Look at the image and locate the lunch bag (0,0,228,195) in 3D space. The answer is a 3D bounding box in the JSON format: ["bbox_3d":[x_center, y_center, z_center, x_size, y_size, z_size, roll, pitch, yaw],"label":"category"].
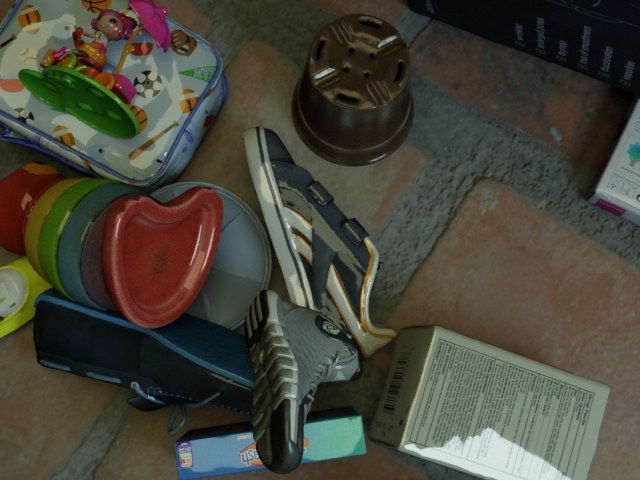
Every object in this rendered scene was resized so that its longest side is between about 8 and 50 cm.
[{"bbox_3d":[-0.292,-0.199,1.285,0.303,0.115,0.243,28,81,4],"label":"lunch bag"}]

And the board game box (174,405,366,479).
[{"bbox_3d":[-0.057,0.236,1.165,0.210,0.160,0.047,-8,84,-2],"label":"board game box"}]

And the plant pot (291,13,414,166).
[{"bbox_3d":[0.046,-0.197,1.262,0.166,0.165,0.167,0,78,-2],"label":"plant pot"}]

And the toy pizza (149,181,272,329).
[{"bbox_3d":[-0.160,0.025,1.261,0.201,0.032,0.201,1,96,7],"label":"toy pizza"}]

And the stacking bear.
[{"bbox_3d":[-0.286,-0.012,1.188,0.289,0.175,0.164,18,108,32],"label":"stacking bear"}]

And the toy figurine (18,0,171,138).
[{"bbox_3d":[-0.255,-0.229,1.196,0.173,0.130,0.159,18,67,26],"label":"toy figurine"}]

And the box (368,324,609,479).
[{"bbox_3d":[0.195,0.205,1.168,0.232,0.127,0.149,20,79,-11],"label":"box"}]

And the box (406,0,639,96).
[{"bbox_3d":[0.330,-0.382,1.093,0.471,0.480,0.297,23,88,14],"label":"box"}]

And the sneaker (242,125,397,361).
[{"bbox_3d":[0.000,0.000,1.240,0.127,0.126,0.321,-18,90,0],"label":"sneaker"}]

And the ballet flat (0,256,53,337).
[{"bbox_3d":[-0.427,0.092,1.234,0.231,0.077,0.077,-36,80,-8],"label":"ballet flat"}]

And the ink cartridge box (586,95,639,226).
[{"bbox_3d":[0.502,-0.150,1.312,0.185,0.065,0.311,27,81,5],"label":"ink cartridge box"}]

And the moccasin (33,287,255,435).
[{"bbox_3d":[-0.194,0.152,1.210,0.342,0.137,0.117,19,104,21],"label":"moccasin"}]

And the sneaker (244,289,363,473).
[{"bbox_3d":[-0.006,0.156,1.092,0.132,0.086,0.229,15,44,-24],"label":"sneaker"}]
